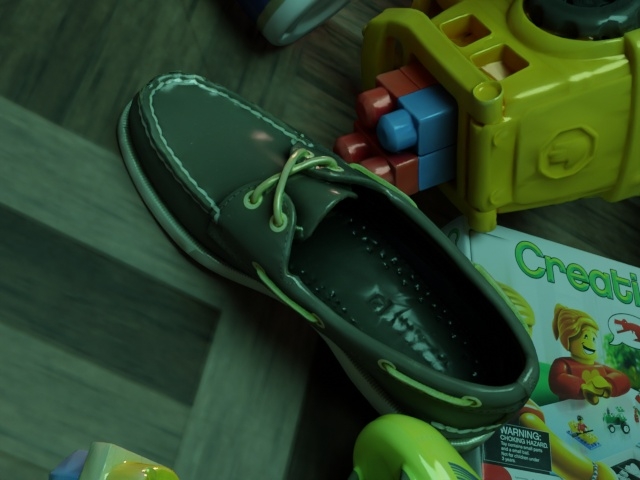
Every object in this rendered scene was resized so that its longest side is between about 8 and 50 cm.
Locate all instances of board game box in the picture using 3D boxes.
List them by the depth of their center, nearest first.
[{"bbox_3d":[0.215,0.111,0.775,0.305,0.053,0.193,15,58,-26],"label":"board game box"}]

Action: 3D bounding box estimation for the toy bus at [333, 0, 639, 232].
[{"bbox_3d":[0.099,-0.110,0.759,0.211,0.150,0.220,-20,44,-13],"label":"toy bus"}]

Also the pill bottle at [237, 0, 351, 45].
[{"bbox_3d":[-0.047,-0.228,0.758,0.094,0.094,0.169,-35,87,-40],"label":"pill bottle"}]

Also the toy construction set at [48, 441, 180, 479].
[{"bbox_3d":[-0.134,0.255,0.406,0.327,0.151,0.215,-44,124,-28],"label":"toy construction set"}]

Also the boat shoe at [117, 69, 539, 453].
[{"bbox_3d":[0.003,-0.003,0.648,0.305,0.091,0.109,43,63,8],"label":"boat shoe"}]

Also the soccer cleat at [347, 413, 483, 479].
[{"bbox_3d":[0.121,0.212,0.633,0.121,0.093,0.289,-36,93,-33],"label":"soccer cleat"}]
